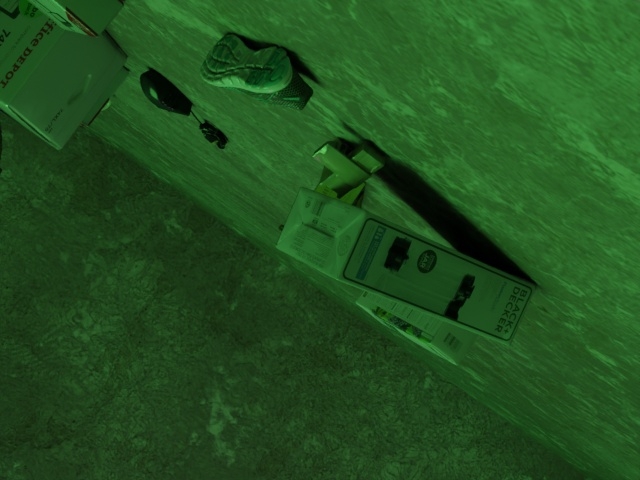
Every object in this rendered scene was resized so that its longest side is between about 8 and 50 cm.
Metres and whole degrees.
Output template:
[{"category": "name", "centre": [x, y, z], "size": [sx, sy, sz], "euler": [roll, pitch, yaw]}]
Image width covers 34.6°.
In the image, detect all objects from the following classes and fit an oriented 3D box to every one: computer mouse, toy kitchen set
[{"category": "computer mouse", "centre": [-0.235, -0.214, 1.767], "size": [0.071, 0.041, 0.242], "euler": [29, 172, 38]}, {"category": "toy kitchen set", "centre": [0.029, -0.111, 1.230], "size": [0.068, 0.075, 0.083], "euler": [35, 134, -22]}]

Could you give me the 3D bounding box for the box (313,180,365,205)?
[{"category": "box", "centre": [0.017, -0.044, 1.522], "size": [0.058, 0.087, 0.232], "euler": [35, 172, 4]}]

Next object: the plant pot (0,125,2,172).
[{"category": "plant pot", "centre": [-0.611, -0.204, 1.697], "size": [0.237, 0.109, 0.237], "euler": [35, 175, 4]}]

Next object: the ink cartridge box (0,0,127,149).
[{"category": "ink cartridge box", "centre": [-0.498, -0.319, 1.664], "size": [0.270, 0.198, 0.197], "euler": [33, 173, 17]}]

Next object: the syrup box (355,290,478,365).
[{"category": "syrup box", "centre": [0.182, 0.137, 1.930], "size": [0.093, 0.096, 0.237], "euler": [40, 171, -36]}]

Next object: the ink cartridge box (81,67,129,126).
[{"category": "ink cartridge box", "centre": [-0.454, -0.298, 1.882], "size": [0.127, 0.128, 0.176], "euler": [38, 172, -24]}]

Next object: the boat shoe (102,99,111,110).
[{"category": "boat shoe", "centre": [-0.552, -0.363, 2.240], "size": [0.233, 0.084, 0.079], "euler": [32, -145, -37]}]

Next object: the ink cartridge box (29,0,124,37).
[{"category": "ink cartridge box", "centre": [-0.345, -0.333, 1.375], "size": [0.109, 0.063, 0.150], "euler": [40, 172, -33]}]

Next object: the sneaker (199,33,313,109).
[{"category": "sneaker", "centre": [-0.071, -0.178, 1.134], "size": [0.076, 0.065, 0.166], "euler": [36, 176, -41]}]

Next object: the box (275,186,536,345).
[{"category": "box", "centre": [0.110, 0.034, 1.301], "size": [0.290, 0.087, 0.169], "euler": [22, -178, -33]}]

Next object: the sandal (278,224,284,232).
[{"category": "sandal", "centre": [0.000, 0.000, 2.110], "size": [0.180, 0.049, 0.072], "euler": [21, 180, -3]}]
